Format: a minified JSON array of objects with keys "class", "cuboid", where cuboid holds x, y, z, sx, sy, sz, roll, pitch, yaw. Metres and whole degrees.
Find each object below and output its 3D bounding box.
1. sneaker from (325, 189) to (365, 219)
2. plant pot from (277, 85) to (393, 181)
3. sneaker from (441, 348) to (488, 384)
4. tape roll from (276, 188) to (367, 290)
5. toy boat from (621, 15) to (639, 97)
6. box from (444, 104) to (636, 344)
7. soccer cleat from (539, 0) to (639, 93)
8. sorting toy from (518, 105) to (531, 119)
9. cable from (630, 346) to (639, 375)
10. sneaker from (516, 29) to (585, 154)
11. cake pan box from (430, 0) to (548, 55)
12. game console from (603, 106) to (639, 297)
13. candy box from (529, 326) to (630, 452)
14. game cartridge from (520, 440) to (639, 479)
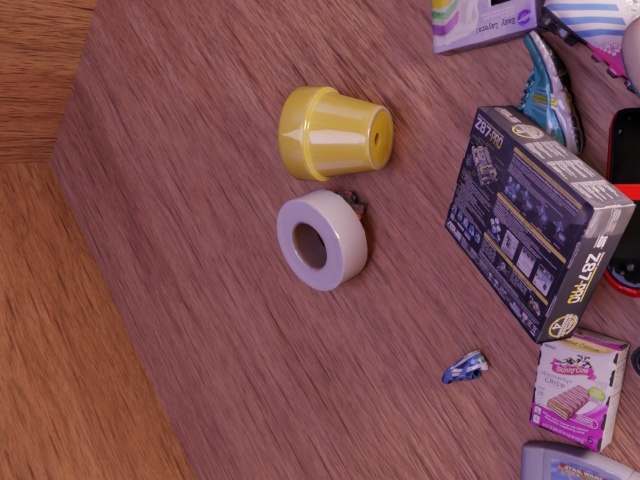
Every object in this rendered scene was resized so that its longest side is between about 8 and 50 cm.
[{"class":"sneaker","cuboid":[0.072,-0.117,1.668,0.158,0.061,0.065,35,96,33]},{"class":"plant pot","cuboid":[0.052,-0.275,1.527,0.239,0.254,0.254,10,105,29]},{"class":"sneaker","cuboid":[0.360,0.330,1.452,0.059,0.053,0.144,55,132,20]},{"class":"tape roll","cuboid":[0.000,0.000,1.673,0.286,0.100,0.286,28,132,37]},{"class":"toy boat","cuboid":[0.609,-0.375,0.967,0.148,0.267,0.318,98,158,-83]},{"class":"box","cuboid":[0.401,-0.045,1.159,0.395,0.097,0.318,-116,24,-50]},{"class":"soccer cleat","cuboid":[0.560,-0.385,1.071,0.331,0.116,0.143,50,119,23]},{"class":"sorting toy","cuboid":[0.430,-0.267,1.284,0.102,0.042,0.061,-29,92,32]},{"class":"cable","cuboid":[0.725,0.317,1.100,0.287,0.072,0.139,44,141,46]},{"class":"sneaker","cuboid":[0.454,-0.294,1.189,0.110,0.107,0.275,-14,87,35]},{"class":"cake pan box","cuboid":[0.365,-0.555,1.270,0.267,0.070,0.245,2,101,45]},{"class":"game console","cuboid":[0.680,-0.063,0.957,0.386,0.060,0.342,3,81,32]},{"class":"candy box","cuboid":[0.550,0.309,1.243,0.159,0.071,0.233,15,108,43]},{"class":"game cartridge","cuboid":[0.582,0.561,1.273,0.297,0.062,0.198,7,107,44]}]
